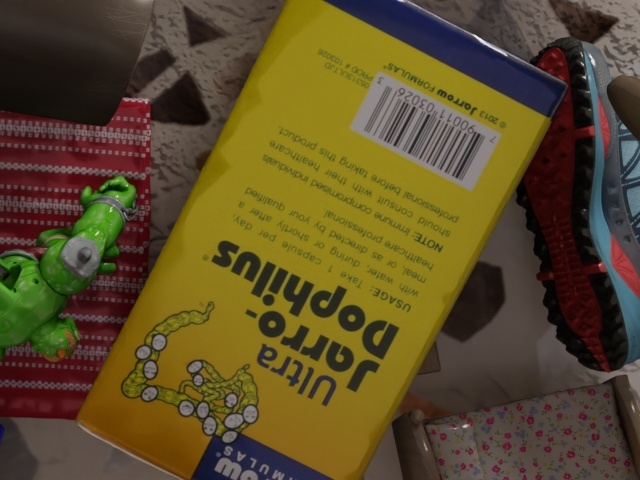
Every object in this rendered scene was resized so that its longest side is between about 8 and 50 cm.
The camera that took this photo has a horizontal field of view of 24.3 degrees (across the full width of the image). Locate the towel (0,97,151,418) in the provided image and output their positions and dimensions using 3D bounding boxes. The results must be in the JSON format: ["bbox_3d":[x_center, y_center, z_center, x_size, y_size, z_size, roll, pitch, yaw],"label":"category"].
[{"bbox_3d":[-0.234,0.016,1.170,0.199,0.031,0.275,3,107,-5],"label":"towel"}]

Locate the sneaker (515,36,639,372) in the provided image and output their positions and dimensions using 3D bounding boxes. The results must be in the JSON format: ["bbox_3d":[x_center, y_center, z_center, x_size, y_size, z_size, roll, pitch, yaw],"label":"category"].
[{"bbox_3d":[0.227,-0.035,1.183,0.125,0.104,0.262,-17,101,-35],"label":"sneaker"}]

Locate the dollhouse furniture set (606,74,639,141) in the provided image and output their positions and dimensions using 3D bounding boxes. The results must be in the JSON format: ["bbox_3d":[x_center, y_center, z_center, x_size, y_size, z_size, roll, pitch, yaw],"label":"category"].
[{"bbox_3d":[0.345,-0.219,1.065,0.362,0.256,0.394,-40,126,-4],"label":"dollhouse furniture set"}]

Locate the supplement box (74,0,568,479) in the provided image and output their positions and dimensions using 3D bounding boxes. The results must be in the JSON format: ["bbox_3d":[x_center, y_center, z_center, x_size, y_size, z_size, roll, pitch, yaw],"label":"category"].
[{"bbox_3d":[0.000,0.000,1.068,0.195,0.194,0.356,27,97,-2],"label":"supplement box"}]

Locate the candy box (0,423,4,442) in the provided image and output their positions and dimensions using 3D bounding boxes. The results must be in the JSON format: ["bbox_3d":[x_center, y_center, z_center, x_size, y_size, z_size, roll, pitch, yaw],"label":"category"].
[{"bbox_3d":[-0.451,0.190,1.142,0.268,0.122,0.317,42,108,-18],"label":"candy box"}]

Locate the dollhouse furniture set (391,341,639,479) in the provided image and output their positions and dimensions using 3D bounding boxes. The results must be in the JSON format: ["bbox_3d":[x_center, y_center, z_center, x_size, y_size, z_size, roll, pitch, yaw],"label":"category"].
[{"bbox_3d":[0.236,0.197,1.141,0.303,0.174,0.355,-10,76,-12],"label":"dollhouse furniture set"}]

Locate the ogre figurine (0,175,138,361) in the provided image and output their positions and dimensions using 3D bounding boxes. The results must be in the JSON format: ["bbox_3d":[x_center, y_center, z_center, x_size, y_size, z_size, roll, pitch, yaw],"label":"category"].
[{"bbox_3d":[-0.218,0.039,1.100,0.197,0.118,0.097,-22,107,4],"label":"ogre figurine"}]

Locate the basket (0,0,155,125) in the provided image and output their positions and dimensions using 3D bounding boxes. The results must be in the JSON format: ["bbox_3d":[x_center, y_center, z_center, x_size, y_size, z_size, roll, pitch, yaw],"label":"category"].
[{"bbox_3d":[-0.240,-0.173,1.043,0.227,0.154,0.204,19,82,-16],"label":"basket"}]
